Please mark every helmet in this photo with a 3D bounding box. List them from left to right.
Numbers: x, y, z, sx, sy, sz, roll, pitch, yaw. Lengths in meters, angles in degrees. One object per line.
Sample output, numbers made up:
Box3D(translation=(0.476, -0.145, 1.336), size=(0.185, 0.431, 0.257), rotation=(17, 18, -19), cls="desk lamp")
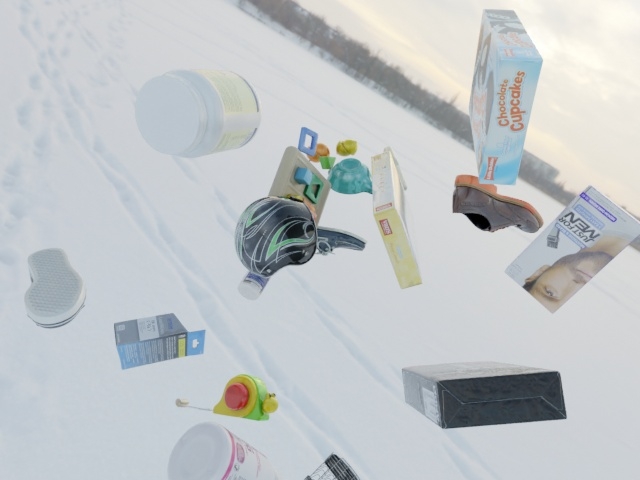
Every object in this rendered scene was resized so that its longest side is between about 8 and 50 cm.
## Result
Box3D(translation=(-0.105, -0.009, 1.117), size=(0.161, 0.169, 0.169), rotation=(-14, 41, -28), cls="helmet")

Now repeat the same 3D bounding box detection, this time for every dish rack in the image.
Box3D(translation=(0.050, 0.896, 1.877), size=(0.208, 0.271, 0.074), rotation=(47, 28, 21), cls="dish rack")

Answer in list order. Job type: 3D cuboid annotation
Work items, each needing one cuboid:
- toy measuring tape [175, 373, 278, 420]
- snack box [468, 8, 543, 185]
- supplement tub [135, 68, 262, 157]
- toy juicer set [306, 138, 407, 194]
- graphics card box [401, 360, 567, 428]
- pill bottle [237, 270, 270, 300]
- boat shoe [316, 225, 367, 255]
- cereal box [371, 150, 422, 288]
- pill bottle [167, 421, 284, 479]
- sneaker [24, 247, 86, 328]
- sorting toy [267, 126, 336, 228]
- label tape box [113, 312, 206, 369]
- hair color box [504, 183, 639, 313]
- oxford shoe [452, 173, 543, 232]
Box3D(translation=(-0.253, 0.415, 1.416), size=(0.330, 0.122, 0.121), rotation=(-2, -1, 29), cls="toy measuring tape")
Box3D(translation=(0.291, -0.247, 0.853), size=(0.060, 0.187, 0.322), rotation=(5, 35, 9), cls="snack box")
Box3D(translation=(-0.334, -0.359, 1.467), size=(0.235, 0.235, 0.325), rotation=(35, 25, 9), cls="supplement tub")
Box3D(translation=(0.095, -0.203, 1.489), size=(0.328, 0.090, 0.209), rotation=(7, 44, 13), cls="toy juicer set")
Box3D(translation=(0.319, 0.314, 1.100), size=(0.232, 0.094, 0.371), rotation=(-3, -11, -3), cls="graphics card box")
Box3D(translation=(-0.178, 0.105, 1.471), size=(0.067, 0.067, 0.120), rotation=(31, 50, -2), cls="pill bottle")
Box3D(translation=(0.000, 0.000, 1.424), size=(0.254, 0.079, 0.095), rotation=(14, -16, -5), cls="boat shoe")
Box3D(translation=(0.144, -0.046, 1.005), size=(0.240, 0.047, 0.173), rotation=(-81, 151, -56), cls="cereal box")
Box3D(translation=(-0.205, 0.547, 1.204), size=(0.283, 0.160, 0.160), rotation=(56, -3, -41), cls="pill bottle")
Box3D(translation=(-0.606, 0.135, 1.204), size=(0.126, 0.128, 0.321), rotation=(-11, 27, -24), cls="sneaker")
Box3D(translation=(-0.042, -0.112, 1.310), size=(0.047, 0.348, 0.196), rotation=(7, -19, 37), cls="sorting toy")
Box3D(translation=(-0.645, 0.399, 2.107), size=(0.333, 0.241, 0.106), rotation=(-8, 57, -21), cls="label tape box")
Box3D(translation=(0.719, 0.025, 1.494), size=(0.185, 0.339, 0.110), rotation=(44, 25, 15), cls="hair color box")
Box3D(translation=(0.401, -0.057, 1.195), size=(0.271, 0.098, 0.097), rotation=(21, -9, -24), cls="oxford shoe")
